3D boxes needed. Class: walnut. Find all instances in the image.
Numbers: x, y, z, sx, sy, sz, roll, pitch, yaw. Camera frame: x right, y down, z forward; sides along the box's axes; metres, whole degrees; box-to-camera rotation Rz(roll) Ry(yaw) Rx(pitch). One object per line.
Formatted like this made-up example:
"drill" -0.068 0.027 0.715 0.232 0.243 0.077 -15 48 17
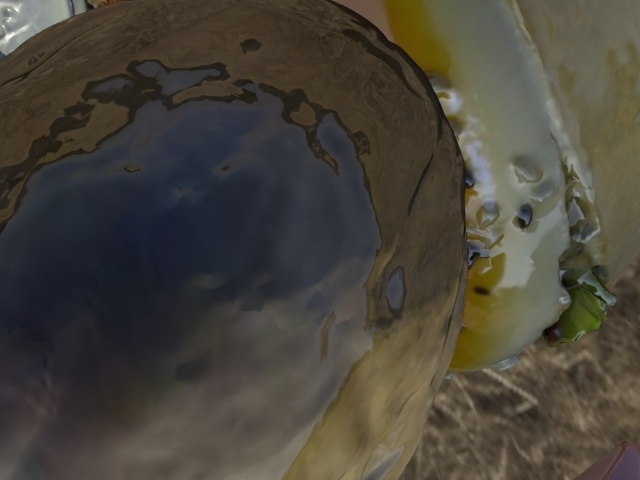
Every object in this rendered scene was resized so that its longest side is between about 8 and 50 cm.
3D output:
"walnut" -0.038 0.015 0.382 0.140 0.140 0.162 26 79 -10

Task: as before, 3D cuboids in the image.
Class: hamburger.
"hamburger" 0.023 -0.077 0.671 0.176 0.300 0.300 -35 105 -17

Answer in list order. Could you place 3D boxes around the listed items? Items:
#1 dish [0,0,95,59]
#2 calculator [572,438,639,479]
"dish" -0.292 -0.231 1.512 0.324 0.124 0.324 7 125 10
"calculator" 0.051 0.247 0.853 0.048 0.220 0.330 42 118 -2
